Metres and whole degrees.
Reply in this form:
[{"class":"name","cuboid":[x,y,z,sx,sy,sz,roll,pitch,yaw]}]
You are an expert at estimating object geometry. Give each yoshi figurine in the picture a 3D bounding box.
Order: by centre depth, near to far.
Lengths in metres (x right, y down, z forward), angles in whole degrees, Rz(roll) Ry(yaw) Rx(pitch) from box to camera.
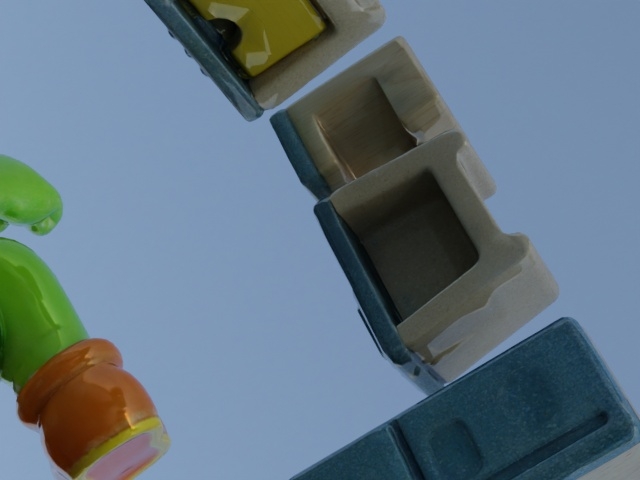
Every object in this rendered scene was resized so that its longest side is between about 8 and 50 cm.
[{"class":"yoshi figurine","cuboid":[-0.249,0.014,0.776,0.203,0.203,0.362,-44,-100,22]}]

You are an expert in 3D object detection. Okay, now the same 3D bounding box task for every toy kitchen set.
[{"class":"toy kitchen set","cuboid":[0.000,0.000,0.524,0.122,0.166,0.207,-32,-128,7]}]
